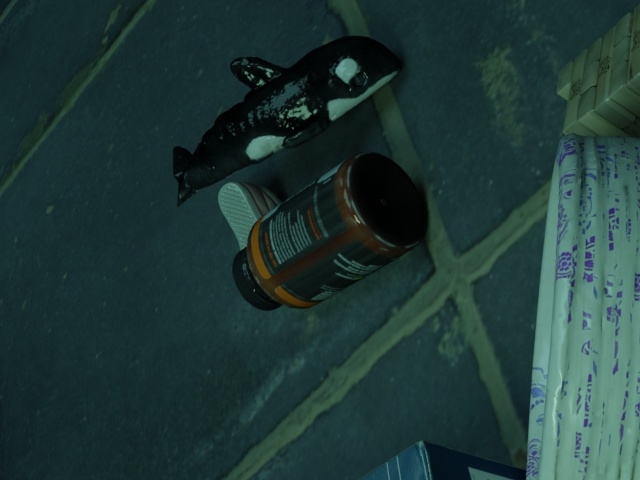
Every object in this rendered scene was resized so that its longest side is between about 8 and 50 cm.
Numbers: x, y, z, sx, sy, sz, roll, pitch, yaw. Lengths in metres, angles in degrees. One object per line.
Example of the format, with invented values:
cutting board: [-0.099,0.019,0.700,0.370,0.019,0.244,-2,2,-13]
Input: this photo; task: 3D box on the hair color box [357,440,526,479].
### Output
hair color box: [0.030,0.288,1.079,0.347,0.174,0.105,-39,45,36]

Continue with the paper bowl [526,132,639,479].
paper bowl: [0.214,0.075,0.903,0.148,0.284,0.284,4,68,8]

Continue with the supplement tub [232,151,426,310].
supplement tub: [0.000,0.000,1.341,0.198,0.106,0.106,-31,48,40]

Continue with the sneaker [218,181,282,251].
sneaker: [-0.055,-0.002,1.476,0.051,0.070,0.134,-30,78,31]

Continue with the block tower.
block tower: [0.306,-0.162,0.977,0.335,0.091,0.097,-42,23,45]

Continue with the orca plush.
orca plush: [-0.061,-0.151,1.457,0.287,0.102,0.151,-23,19,38]
